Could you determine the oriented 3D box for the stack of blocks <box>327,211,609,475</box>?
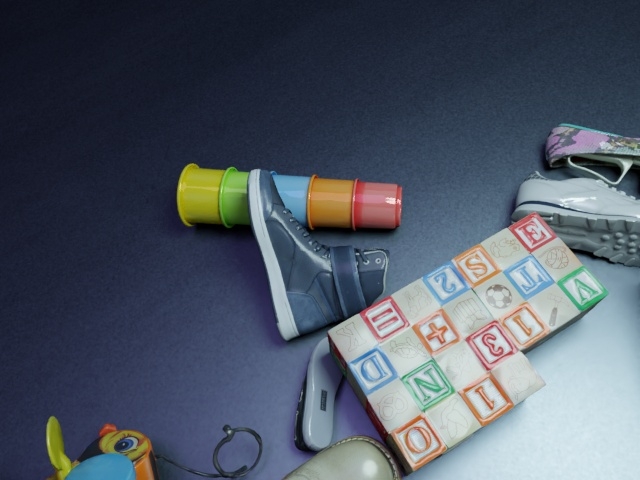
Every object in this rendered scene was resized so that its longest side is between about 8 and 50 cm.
[{"bbox_3d":[0.178,0.115,0.662,0.297,0.087,0.171,-29,66,-11],"label":"stack of blocks"}]

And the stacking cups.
[{"bbox_3d":[-0.042,-0.051,0.825,0.316,0.096,0.096,6,60,8],"label":"stacking cups"}]

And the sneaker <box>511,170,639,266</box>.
[{"bbox_3d":[0.374,-0.034,0.735,0.235,0.090,0.095,17,54,18],"label":"sneaker"}]

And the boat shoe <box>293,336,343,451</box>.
[{"bbox_3d":[-0.006,0.185,0.690,0.040,0.049,0.142,-33,35,42],"label":"boat shoe"}]

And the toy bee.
[{"bbox_3d":[-0.240,0.280,0.628,0.162,0.298,0.195,15,97,49],"label":"toy bee"}]

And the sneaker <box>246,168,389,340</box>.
[{"bbox_3d":[0.000,0.001,0.742,0.163,0.086,0.226,-16,90,4],"label":"sneaker"}]

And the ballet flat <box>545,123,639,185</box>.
[{"bbox_3d":[0.426,-0.110,0.784,0.221,0.077,0.079,11,80,22],"label":"ballet flat"}]

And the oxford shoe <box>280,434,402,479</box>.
[{"bbox_3d":[-0.071,0.343,0.541,0.140,0.146,0.397,38,73,28],"label":"oxford shoe"}]
